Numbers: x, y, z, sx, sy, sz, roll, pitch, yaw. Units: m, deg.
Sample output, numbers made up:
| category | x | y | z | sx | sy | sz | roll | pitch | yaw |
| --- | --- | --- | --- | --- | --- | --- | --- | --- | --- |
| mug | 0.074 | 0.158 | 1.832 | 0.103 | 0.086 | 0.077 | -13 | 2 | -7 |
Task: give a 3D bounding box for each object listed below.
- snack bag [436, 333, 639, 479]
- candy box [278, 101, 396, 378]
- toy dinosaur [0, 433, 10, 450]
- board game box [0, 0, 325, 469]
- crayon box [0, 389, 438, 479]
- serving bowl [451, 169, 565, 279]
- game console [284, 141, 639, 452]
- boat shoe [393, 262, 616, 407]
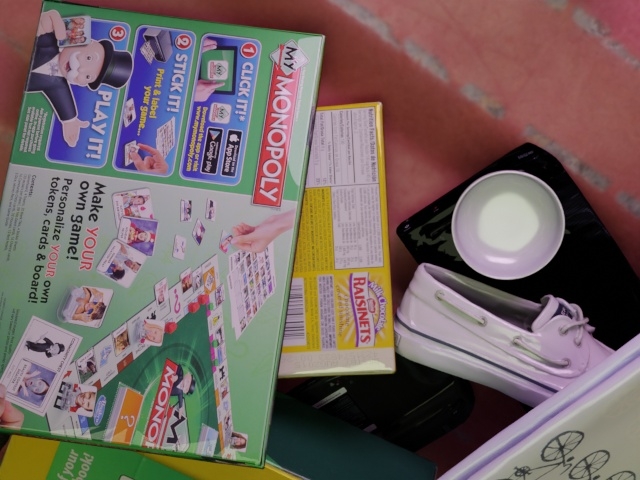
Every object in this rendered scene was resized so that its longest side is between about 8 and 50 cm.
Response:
| category | x | y | z | sx | sy | sz | roll | pitch | yaw |
| --- | --- | --- | --- | --- | --- | --- | --- | --- | --- |
| snack bag | 0.218 | 0.208 | 0.899 | 0.323 | 0.037 | 0.342 | -39 | 136 | 11 |
| candy box | 0.000 | 0.000 | 0.904 | 0.105 | 0.027 | 0.205 | -3 | 81 | 4 |
| toy dinosaur | -0.352 | 0.158 | 1.005 | 0.160 | 0.121 | 0.313 | 2 | 115 | 16 |
| board game box | -0.122 | -0.008 | 0.862 | 0.214 | 0.046 | 0.317 | 8 | 76 | 1 |
| crayon box | -0.124 | 0.274 | 0.989 | 0.313 | 0.106 | 0.362 | 26 | 117 | 0 |
| serving bowl | 0.139 | -0.014 | 0.894 | 0.083 | 0.027 | 0.083 | 1 | 106 | 4 |
| game console | 0.083 | 0.097 | 0.974 | 0.361 | 0.044 | 0.213 | -33 | 102 | 14 |
| boat shoe | 0.166 | 0.079 | 0.892 | 0.226 | 0.083 | 0.075 | 15 | 110 | 1 |
